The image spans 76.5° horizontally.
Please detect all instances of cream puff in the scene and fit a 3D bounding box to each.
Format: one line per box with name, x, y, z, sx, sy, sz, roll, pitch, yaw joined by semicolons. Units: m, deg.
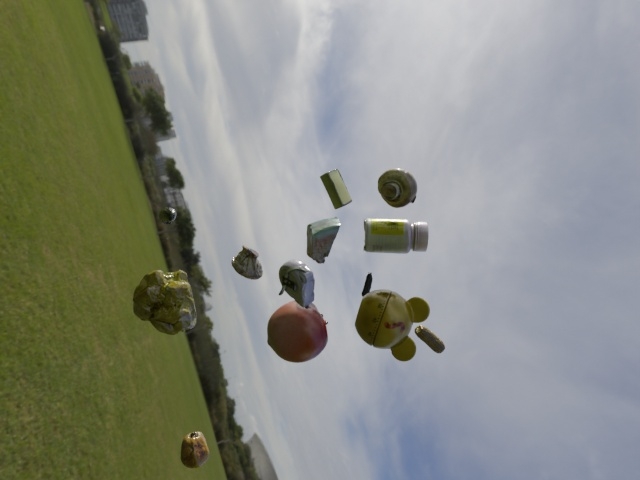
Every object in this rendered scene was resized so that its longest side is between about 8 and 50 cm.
cream puff;-0.718;0.310;1.878;0.275;0.269;0.324;61;-26;29

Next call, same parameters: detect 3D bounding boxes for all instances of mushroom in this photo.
mushroom;0.454;-0.306;2.392;0.254;0.184;0.255;12;-69;34

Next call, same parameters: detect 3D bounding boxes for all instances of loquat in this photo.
loquat;-0.512;0.850;1.655;0.137;0.112;0.138;-12;90;-88

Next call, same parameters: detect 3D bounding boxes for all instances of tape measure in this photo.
tape measure;-0.108;0.177;1.749;0.178;0.105;0.196;27;-48;39

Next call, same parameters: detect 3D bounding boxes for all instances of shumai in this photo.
shumai;-0.390;0.118;2.277;0.120;0.201;0.201;-51;-129;27

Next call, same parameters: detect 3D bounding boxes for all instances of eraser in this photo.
eraser;0.073;-0.238;1.881;0.058;0.117;0.172;-22;-84;32

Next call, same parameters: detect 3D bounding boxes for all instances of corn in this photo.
corn;0.539;0.485;1.994;0.207;0.068;0.068;43;-10;-20

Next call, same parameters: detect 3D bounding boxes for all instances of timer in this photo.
timer;0.399;0.466;2.331;0.386;0.376;0.377;18;-41;12

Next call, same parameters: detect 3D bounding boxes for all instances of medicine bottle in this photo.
medicine bottle;0.450;-0.026;2.471;0.213;0.377;0.214;2;90;-86

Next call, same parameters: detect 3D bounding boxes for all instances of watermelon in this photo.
watermelon;-0.012;-0.010;2.368;0.264;0.151;0.303;-135;-118;-73

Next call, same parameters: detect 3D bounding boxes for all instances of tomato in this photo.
tomato;-0.122;0.462;2.072;0.321;0.321;0.322;163;-90;-71

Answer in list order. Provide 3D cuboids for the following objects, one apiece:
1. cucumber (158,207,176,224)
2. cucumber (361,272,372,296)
cucumber;-0.736;-0.123;1.955;0.081;0.072;0.303;42;-16;-16
cucumber;0.306;0.295;2.639;0.053;0.053;0.182;147;-38;-70
